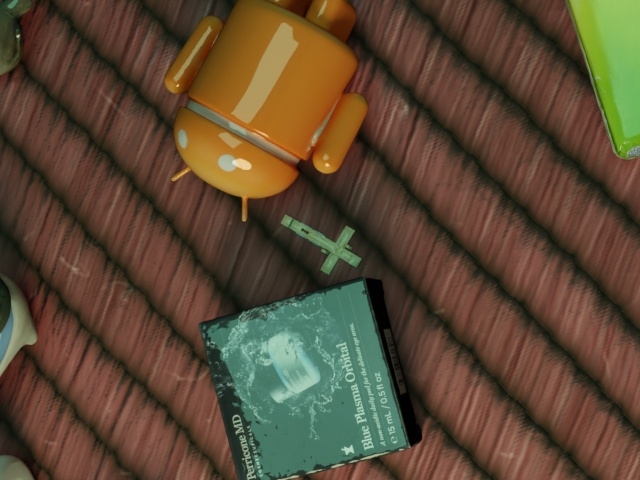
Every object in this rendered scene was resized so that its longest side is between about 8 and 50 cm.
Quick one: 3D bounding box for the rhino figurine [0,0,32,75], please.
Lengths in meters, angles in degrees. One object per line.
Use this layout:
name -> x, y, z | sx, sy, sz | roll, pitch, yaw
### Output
rhino figurine -> -0.390, -0.217, 1.323 | 0.243, 0.073, 0.106 | 9, 85, 12

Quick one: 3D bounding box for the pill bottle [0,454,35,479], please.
pill bottle -> -0.375, 0.272, 1.265 | 0.216, 0.121, 0.121 | -10, 85, 10

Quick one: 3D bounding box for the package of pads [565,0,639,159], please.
package of pads -> 0.325, -0.240, 1.187 | 0.229, 0.101, 0.296 | -17, 85, 10

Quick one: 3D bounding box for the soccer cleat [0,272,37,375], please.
soccer cleat -> -0.385, 0.166, 1.238 | 0.331, 0.143, 0.116 | -44, 68, -10

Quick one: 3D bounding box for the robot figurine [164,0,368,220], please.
robot figurine -> -0.048, -0.131, 1.230 | 0.158, 0.128, 0.219 | 28, 92, -21

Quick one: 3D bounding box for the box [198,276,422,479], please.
box -> -0.007, 0.127, 1.225 | 0.158, 0.093, 0.155 | -16, 84, 10

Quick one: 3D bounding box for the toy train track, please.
toy train track -> 0.000, 0.000, 1.271 | 0.083, 0.014, 0.048 | 30, 92, 11
